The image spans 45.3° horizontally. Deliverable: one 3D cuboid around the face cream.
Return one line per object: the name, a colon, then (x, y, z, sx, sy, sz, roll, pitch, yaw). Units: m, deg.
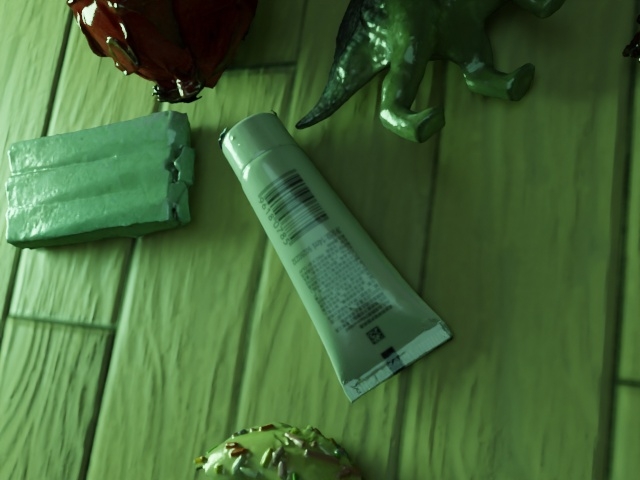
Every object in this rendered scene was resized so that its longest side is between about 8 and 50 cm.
face cream: (0.000, 0.000, 0.610, 0.092, 0.058, 0.243, -35, 69, 7)

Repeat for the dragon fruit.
dragon fruit: (-0.140, -0.230, 0.676, 0.172, 0.172, 0.209, -33, 93, 14)

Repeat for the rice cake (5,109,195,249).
rice cake: (-0.212, -0.056, 0.734, 0.211, 0.038, 0.124, -12, 71, 22)

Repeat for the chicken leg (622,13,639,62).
chicken leg: (0.312, -0.161, 0.503, 0.219, 0.048, 0.089, -16, 72, 21)

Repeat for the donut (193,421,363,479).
donut: (-0.017, 0.200, 0.552, 0.108, 0.065, 0.166, -36, 64, 13)

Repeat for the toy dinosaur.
toy dinosaur: (0.105, -0.183, 0.599, 0.294, 0.077, 0.162, -44, 57, -8)
